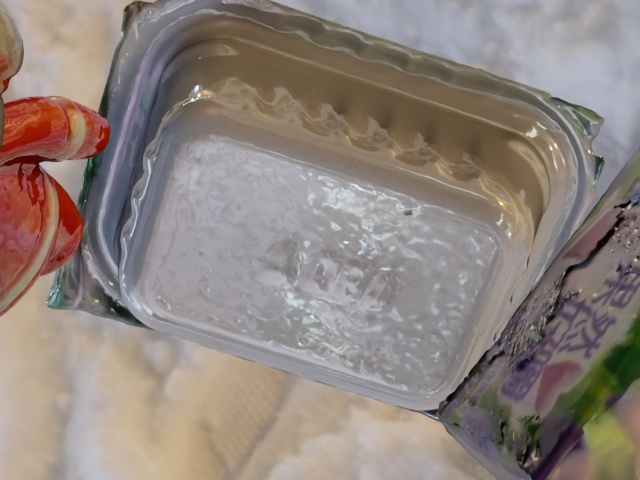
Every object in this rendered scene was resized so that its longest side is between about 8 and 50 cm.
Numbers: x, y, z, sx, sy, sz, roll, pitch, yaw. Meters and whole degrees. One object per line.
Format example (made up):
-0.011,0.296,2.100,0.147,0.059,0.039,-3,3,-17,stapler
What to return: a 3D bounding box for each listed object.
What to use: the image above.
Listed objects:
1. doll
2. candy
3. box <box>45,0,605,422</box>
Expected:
-0.132,-0.012,0.394,0.142,0.245,0.076,-39,78,-6,doll
0.157,-0.038,0.442,0.312,0.061,0.088,-51,13,-6,candy
0.000,0.000,0.876,0.336,0.106,0.264,18,115,-3,box
